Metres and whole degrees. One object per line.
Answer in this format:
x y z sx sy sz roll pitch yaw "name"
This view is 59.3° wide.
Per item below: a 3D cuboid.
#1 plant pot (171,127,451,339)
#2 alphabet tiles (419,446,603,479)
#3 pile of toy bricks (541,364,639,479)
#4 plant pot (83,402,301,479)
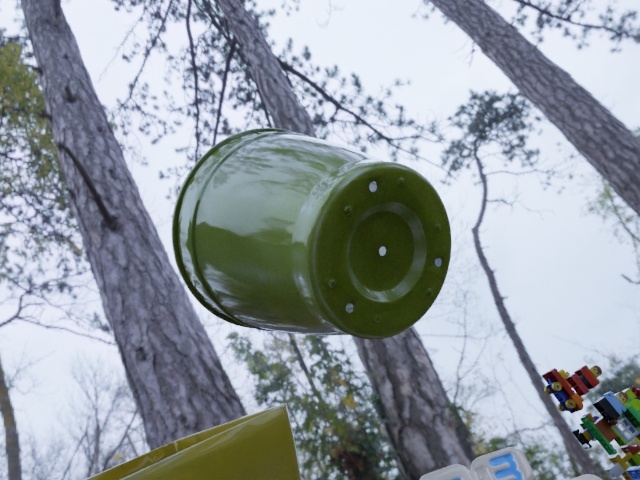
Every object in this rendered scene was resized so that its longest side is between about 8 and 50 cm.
0.000 0.000 0.879 0.367 0.353 0.366 -5 -81 -31 "plant pot"
0.211 0.374 0.607 0.278 0.284 0.021 -20 -49 4 "alphabet tiles"
0.447 0.262 0.840 0.105 0.212 0.118 -28 -19 -20 "pile of toy bricks"
-0.128 0.268 0.431 0.212 0.187 0.212 -11 -16 -44 "plant pot"
